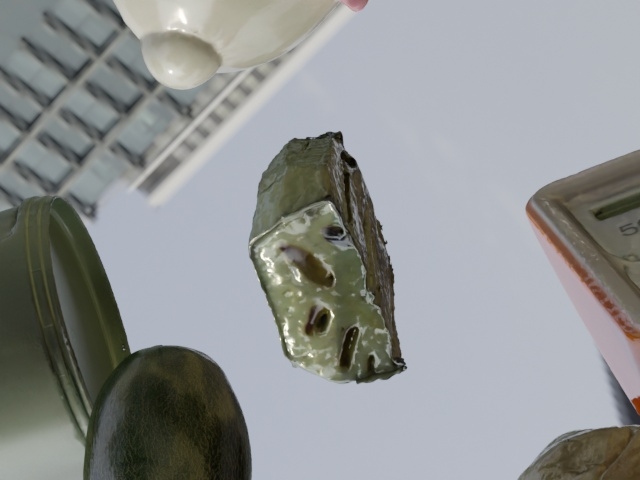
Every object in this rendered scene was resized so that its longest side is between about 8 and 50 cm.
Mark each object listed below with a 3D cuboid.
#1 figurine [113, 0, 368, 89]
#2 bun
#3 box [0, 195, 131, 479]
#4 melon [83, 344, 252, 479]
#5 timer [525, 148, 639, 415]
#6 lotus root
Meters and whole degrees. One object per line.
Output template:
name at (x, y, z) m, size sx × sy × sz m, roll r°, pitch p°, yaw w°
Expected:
figurine at (0.016, -0.174, 0.681) m, size 0.127 × 0.235 × 0.155 m, roll 50°, pitch -153°, yaw -43°
bun at (0.233, 0.229, 1.204) m, size 0.166 × 0.173 × 0.113 m, roll 19°, pitch -133°, yaw 24°
box at (-0.243, 0.090, 1.162) m, size 0.226 × 0.149 × 0.226 m, roll -17°, pitch -90°, yaw -88°
melon at (-0.102, 0.154, 1.007) m, size 0.114 × 0.114 × 0.167 m, roll 16°, pitch -113°, yaw -47°
timer at (0.282, 0.004, 0.924) m, size 0.250 × 0.257 × 0.161 m, roll -111°, pitch 1°, yaw -53°
lotus root at (-0.003, 0.002, 0.894) m, size 0.144 × 0.070 × 0.143 m, roll -89°, pitch -20°, yaw -60°
